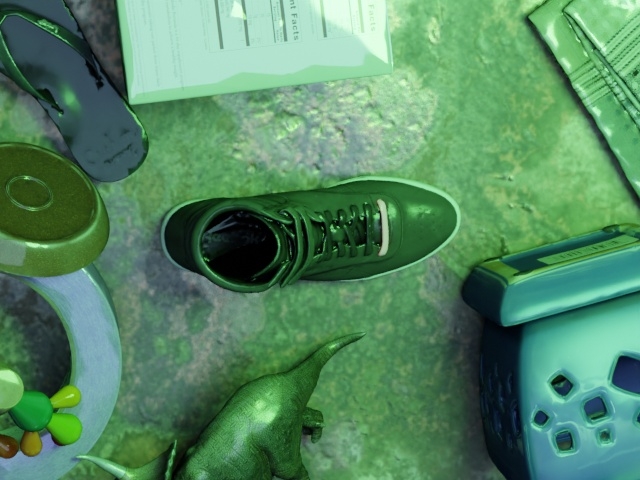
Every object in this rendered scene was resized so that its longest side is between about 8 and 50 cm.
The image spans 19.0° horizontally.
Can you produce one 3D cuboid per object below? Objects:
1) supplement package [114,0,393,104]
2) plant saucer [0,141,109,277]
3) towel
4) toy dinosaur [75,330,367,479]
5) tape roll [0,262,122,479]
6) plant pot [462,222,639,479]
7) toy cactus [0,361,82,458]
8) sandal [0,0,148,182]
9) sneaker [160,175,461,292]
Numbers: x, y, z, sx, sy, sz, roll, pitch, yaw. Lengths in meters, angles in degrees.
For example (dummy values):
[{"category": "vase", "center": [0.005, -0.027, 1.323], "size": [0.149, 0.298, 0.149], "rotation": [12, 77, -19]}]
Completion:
[{"category": "supplement package", "center": [-0.067, -0.209, 1.776], "size": [0.244, 0.139, 0.134], "rotation": [-7, 99, -6]}, {"category": "plant saucer", "center": [-0.273, -0.037, 1.771], "size": [0.168, 0.168, 0.029], "rotation": [17, 131, -10]}, {"category": "towel", "center": [0.412, -0.184, 1.887], "size": [0.324, 0.056, 0.312], "rotation": [-36, 103, 1]}, {"category": "toy dinosaur", "center": [-0.068, 0.200, 1.836], "size": [0.313, 0.160, 0.121], "rotation": [-36, 59, 0]}, {"category": "tape roll", "center": [-0.328, 0.108, 1.824], "size": [0.274, 0.090, 0.275], "rotation": [-1, 101, -7]}, {"category": "plant pot", "center": [0.268, 0.107, 1.835], "size": [0.236, 0.236, 0.212], "rotation": [-15, 96, -4]}, {"category": "toy cactus", "center": [-0.295, 0.125, 1.703], "size": [0.219, 0.180, 0.112], "rotation": [39, 73, -17]}, {"category": "sandal", "center": [-0.252, -0.166, 1.802], "size": [0.097, 0.054, 0.254], "rotation": [-42, 102, 1]}, {"category": "sneaker", "center": [0.000, 0.000, 1.819], "size": [0.295, 0.147, 0.105], "rotation": [-4, 99, -8]}]
